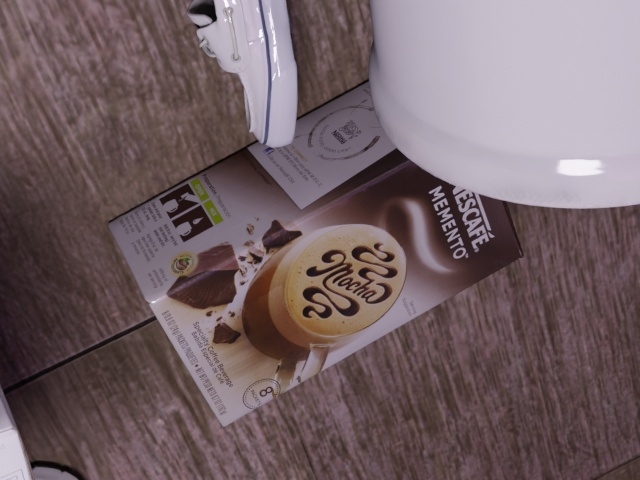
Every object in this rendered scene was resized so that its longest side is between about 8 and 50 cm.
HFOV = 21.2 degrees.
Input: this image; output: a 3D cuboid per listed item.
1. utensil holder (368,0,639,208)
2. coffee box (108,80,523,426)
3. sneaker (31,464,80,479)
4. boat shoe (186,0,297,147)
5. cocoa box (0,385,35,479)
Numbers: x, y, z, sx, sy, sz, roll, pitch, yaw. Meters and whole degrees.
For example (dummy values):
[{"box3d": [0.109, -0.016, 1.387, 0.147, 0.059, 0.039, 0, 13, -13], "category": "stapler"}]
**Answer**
[{"box3d": [0.181, -0.270, 1.174, 0.328, 0.327, 0.385, -19, 130, -14], "category": "utensil holder"}, {"box3d": [0.000, 0.000, 1.426, 0.297, 0.119, 0.168, -30, 133, -4], "category": "coffee box"}, {"box3d": [-0.321, 0.257, 1.450, 0.297, 0.129, 0.111, 3, 125, -28], "category": "sneaker"}, {"box3d": [-0.064, -0.174, 1.295, 0.076, 0.083, 0.226, -8, 118, -8], "category": "boat shoe"}, {"box3d": [-0.339, 0.137, 1.195, 0.231, 0.347, 0.228, -20, 132, -15], "category": "cocoa box"}]
